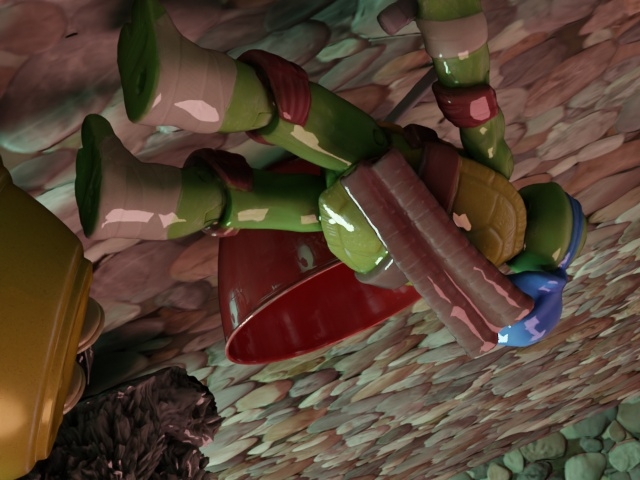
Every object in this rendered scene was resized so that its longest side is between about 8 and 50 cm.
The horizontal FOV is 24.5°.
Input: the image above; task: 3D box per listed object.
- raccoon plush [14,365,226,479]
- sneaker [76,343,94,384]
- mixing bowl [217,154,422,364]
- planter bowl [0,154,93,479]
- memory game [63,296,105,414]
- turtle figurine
[{"bbox_3d":[-0.196,0.287,1.113,0.216,0.299,0.446,-22,178,32],"label":"raccoon plush"},{"bbox_3d":[-0.194,0.069,0.980,0.106,0.078,0.234,-17,164,-33],"label":"sneaker"},{"bbox_3d":[0.000,0.000,0.998,0.181,0.098,0.181,-23,163,-8],"label":"mixing bowl"},{"bbox_3d":[-0.162,0.048,0.703,0.090,0.217,0.217,13,155,-5],"label":"planter bowl"},{"bbox_3d":[-0.202,0.068,0.814,0.186,0.186,0.012,-28,135,7],"label":"memory game"},{"bbox_3d":[0.011,-0.076,0.800,0.266,0.275,0.198,6,172,-24],"label":"turtle figurine"}]
